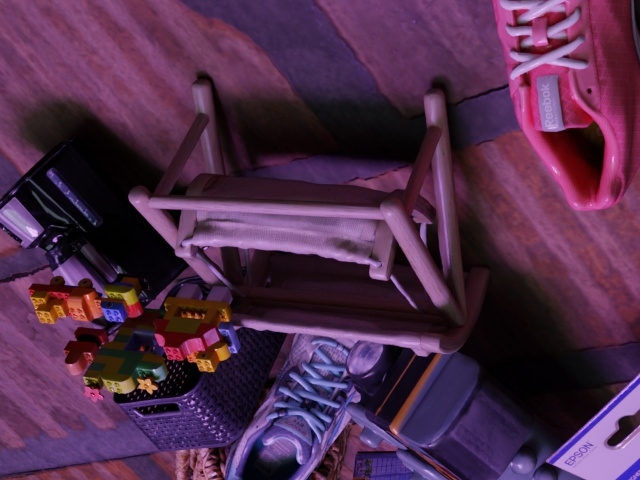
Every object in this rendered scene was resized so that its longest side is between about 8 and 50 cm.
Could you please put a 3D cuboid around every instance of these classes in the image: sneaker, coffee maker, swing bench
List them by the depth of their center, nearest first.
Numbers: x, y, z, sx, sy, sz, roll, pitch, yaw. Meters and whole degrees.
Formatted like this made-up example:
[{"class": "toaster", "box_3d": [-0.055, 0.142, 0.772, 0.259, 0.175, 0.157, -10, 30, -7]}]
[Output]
[{"class": "sneaker", "box_3d": [0.186, -0.152, 1.024, 0.116, 0.136, 0.314, -6, 132, 31]}, {"class": "swing bench", "box_3d": [0.000, 0.000, 1.268, 0.253, 0.165, 0.254, 4, 137, 23]}, {"class": "coffee maker", "box_3d": [-0.220, -0.017, 1.395, 0.178, 0.171, 0.120, 49, 143, -7]}, {"class": "sneaker", "box_3d": [-0.008, 0.174, 1.415, 0.110, 0.122, 0.283, 29, 101, 0]}]

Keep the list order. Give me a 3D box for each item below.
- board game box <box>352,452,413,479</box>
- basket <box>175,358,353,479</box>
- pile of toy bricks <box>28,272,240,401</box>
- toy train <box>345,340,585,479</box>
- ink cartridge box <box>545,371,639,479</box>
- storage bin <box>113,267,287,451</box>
[{"class": "board game box", "box_3d": [0.129, 0.315, 1.569, 0.194, 0.194, 0.060, -17, 127, 22]}, {"class": "basket", "box_3d": [-0.107, 0.323, 1.645, 0.223, 0.213, 0.299, 18, 140, 7]}, {"class": "pile of toy bricks", "box_3d": [-0.180, 0.103, 1.262, 0.212, 0.105, 0.118, 4, 133, 23]}, {"class": "toy train", "box_3d": [0.167, 0.209, 1.379, 0.334, 0.142, 0.190, 42, 170, -31]}, {"class": "ink cartridge box", "box_3d": [0.414, 0.211, 1.297, 0.371, 0.069, 0.176, 24, 129, -17]}, {"class": "storage bin", "box_3d": [-0.123, 0.127, 1.460, 0.122, 0.180, 0.084, -11, 130, 36]}]
